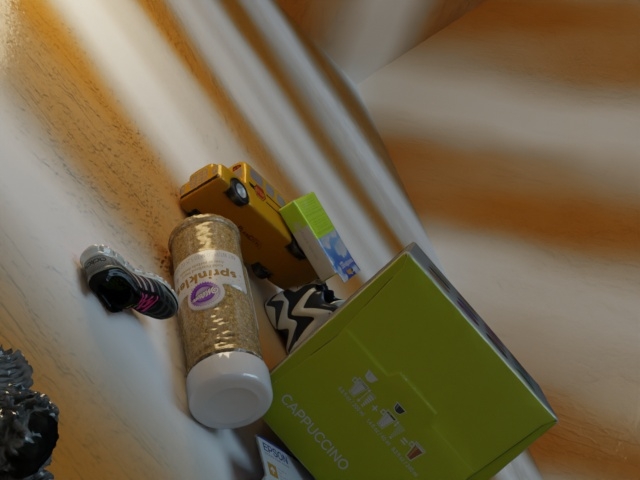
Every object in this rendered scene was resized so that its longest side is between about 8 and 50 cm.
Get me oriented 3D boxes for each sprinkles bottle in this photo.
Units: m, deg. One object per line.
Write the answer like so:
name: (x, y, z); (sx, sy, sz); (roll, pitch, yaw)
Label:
sprinkles bottle: (-0.158, 0.114, 1.661); (0.121, 0.121, 0.355); (46, 19, -40)

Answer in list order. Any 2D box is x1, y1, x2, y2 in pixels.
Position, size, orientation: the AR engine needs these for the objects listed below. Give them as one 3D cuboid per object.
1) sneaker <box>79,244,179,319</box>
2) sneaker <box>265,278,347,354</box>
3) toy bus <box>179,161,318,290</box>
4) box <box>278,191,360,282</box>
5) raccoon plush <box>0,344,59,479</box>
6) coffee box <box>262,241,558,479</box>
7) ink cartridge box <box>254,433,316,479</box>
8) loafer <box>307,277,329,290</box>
sneaker: (-0.263, 0.075, 1.516); (0.170, 0.063, 0.074); (40, 23, -38)
sneaker: (0.016, 0.177, 2.029); (0.235, 0.153, 0.094); (62, 17, 14)
toy bus: (-0.117, -0.033, 2.041); (0.333, 0.108, 0.130); (42, 31, -36)
box: (0.000, 0.000, 2.048); (0.178, 0.042, 0.109); (59, 23, 0)
raccoon plush: (-0.415, 0.143, 0.821); (0.446, 0.216, 0.299); (34, 15, 32)
coffee box: (0.131, 0.242, 1.749); (0.337, 0.338, 0.334); (48, 6, 3)
ink cartridge box: (0.008, 0.482, 1.574); (0.324, 0.071, 0.330); (43, 18, -43)
loafer: (-0.023, 0.086, 2.230); (0.223, 0.076, 0.078); (58, 24, 12)
